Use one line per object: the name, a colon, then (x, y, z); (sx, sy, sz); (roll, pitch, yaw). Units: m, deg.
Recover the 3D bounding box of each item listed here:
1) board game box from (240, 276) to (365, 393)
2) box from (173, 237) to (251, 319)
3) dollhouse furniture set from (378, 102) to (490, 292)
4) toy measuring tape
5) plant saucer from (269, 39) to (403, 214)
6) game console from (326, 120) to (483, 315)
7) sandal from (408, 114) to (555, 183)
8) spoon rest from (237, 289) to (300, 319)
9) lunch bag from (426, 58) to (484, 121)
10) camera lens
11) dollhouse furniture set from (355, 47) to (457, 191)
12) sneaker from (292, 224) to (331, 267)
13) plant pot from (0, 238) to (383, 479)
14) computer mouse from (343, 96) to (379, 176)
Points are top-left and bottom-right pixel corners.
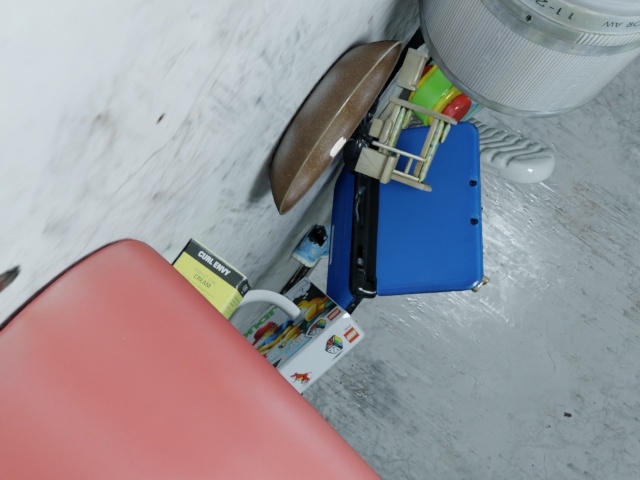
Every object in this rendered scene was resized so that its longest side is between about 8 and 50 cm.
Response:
board game box: (-0.093, 0.191, 1.192); (0.305, 0.053, 0.193); (-41, -159, -6)
box: (-0.148, 0.111, 0.680); (0.232, 0.058, 0.087); (-54, 177, -7)
dollhouse furniture set: (0.231, -0.083, 1.564); (0.174, 0.355, 0.303); (-54, 176, -9)
toy measuring tape: (0.210, -0.283, 1.468); (0.121, 0.121, 0.330); (-54, 164, -7)
plant saucer: (0.007, -0.114, 0.780); (0.199, 0.036, 0.198); (-54, 178, -3)
game console: (0.124, -0.019, 1.294); (0.250, 0.173, 0.293); (119, -20, -59)
sandal: (0.285, -0.174, 1.664); (0.169, 0.416, 0.102); (-18, 121, -27)
spoon rest: (-0.156, 0.161, 1.138); (0.276, 0.084, 0.137); (-40, 173, -12)
lunch bag: (0.333, -0.386, 1.653); (0.262, 0.160, 0.223); (-49, 180, 38)
camera lens: (0.218, -0.252, 0.743); (0.219, 0.219, 0.274); (-53, 177, -15)
dollhouse furniture set: (0.134, -0.166, 1.135); (0.161, 0.101, 0.182); (-34, 145, -77)
sneaker: (0.000, 0.000, 1.728); (0.073, 0.063, 0.162); (-59, 176, 25)
plant pot: (-0.092, 0.174, 0.491); (0.275, 0.243, 0.275); (-55, 177, -4)
computer mouse: (0.051, -0.148, 1.143); (0.242, 0.041, 0.071); (84, 29, -75)
